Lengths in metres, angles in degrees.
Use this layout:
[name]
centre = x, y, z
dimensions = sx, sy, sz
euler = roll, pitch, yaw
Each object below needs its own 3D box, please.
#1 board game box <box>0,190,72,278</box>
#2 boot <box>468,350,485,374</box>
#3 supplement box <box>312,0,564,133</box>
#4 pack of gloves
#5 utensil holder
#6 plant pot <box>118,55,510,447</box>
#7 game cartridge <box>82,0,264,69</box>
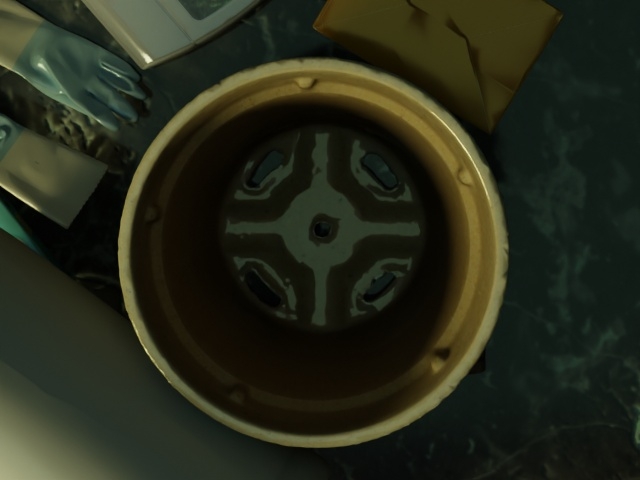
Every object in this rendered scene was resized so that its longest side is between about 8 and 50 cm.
[board game box]
centre = -0.457, -0.013, 1.777
dimensions = 0.254, 0.079, 0.336
euler = -39, 93, -2
[boot]
centre = 0.114, 0.082, 1.778
dimensions = 0.106, 0.037, 0.114
euler = -7, 101, -7
[supplement box]
centre = 0.113, -0.211, 1.657
dimensions = 0.191, 0.194, 0.129
euler = 31, 100, 0
[pack of gloves]
centre = -0.305, -0.134, 1.760
dimensions = 0.232, 0.046, 0.195
euler = 29, 64, 2
[utensil holder]
centre = -0.240, 0.220, 1.596
dimensions = 0.385, 0.327, 0.327
euler = 37, 100, 1
[plant pot]
centre = 0.000, 0.000, 1.634
dimensions = 0.334, 0.305, 0.334
euler = 0, 94, 2
[game cartridge]
centre = -0.114, -0.317, 1.738
dimensions = 0.294, 0.060, 0.196
euler = -41, 96, 10
